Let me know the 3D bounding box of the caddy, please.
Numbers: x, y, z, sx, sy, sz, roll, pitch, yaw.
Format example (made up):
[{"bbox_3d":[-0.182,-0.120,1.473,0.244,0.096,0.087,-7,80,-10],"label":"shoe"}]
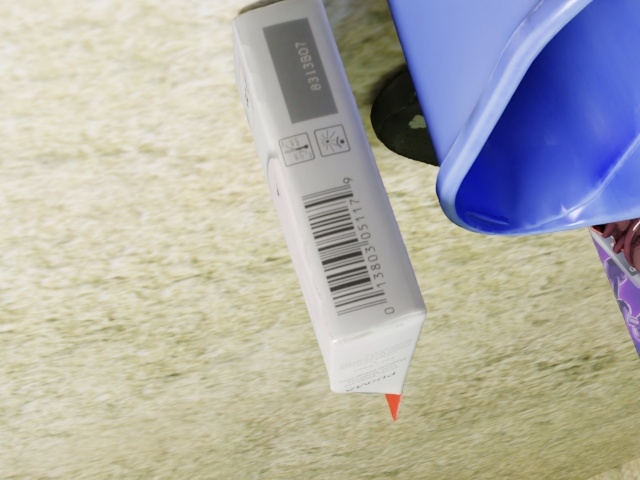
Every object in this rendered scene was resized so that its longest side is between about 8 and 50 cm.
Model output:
[{"bbox_3d":[0.173,-0.111,0.698,0.241,0.179,0.341,-12,159,-15],"label":"caddy"}]

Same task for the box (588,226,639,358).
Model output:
[{"bbox_3d":[0.288,-0.004,1.032,0.153,0.207,0.108,-30,156,26],"label":"box"}]

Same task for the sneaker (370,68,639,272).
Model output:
[{"bbox_3d":[0.176,-0.031,0.885,0.281,0.162,0.106,0,153,-15],"label":"sneaker"}]

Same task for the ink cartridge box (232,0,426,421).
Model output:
[{"bbox_3d":[0.000,0.000,0.817,0.066,0.189,0.232,-14,160,-11],"label":"ink cartridge box"}]
